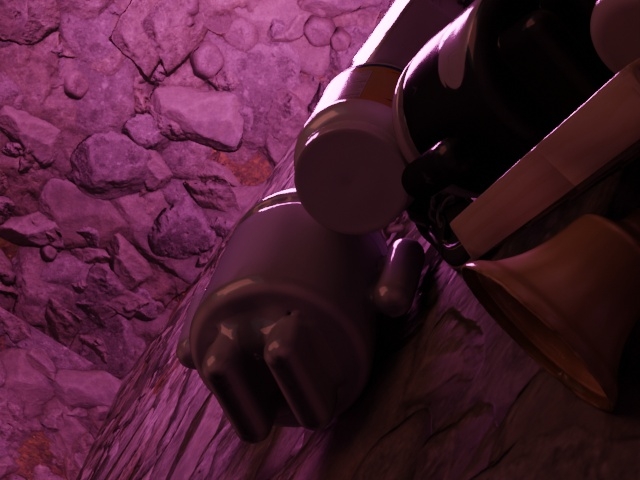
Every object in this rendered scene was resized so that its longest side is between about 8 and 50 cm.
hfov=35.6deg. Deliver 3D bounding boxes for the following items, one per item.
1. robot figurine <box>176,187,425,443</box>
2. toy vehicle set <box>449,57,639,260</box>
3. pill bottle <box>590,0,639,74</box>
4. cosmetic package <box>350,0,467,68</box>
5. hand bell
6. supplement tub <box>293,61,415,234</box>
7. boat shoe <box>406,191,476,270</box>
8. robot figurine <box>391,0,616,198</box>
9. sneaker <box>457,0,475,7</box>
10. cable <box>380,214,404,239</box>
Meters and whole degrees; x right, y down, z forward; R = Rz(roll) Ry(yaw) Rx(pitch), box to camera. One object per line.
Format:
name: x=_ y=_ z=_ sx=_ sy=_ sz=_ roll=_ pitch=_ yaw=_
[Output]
robot figurine: x=-0.028 y=0.070 z=1.138 sx=0.300 sy=0.199 sz=0.353 roll=-12 pitch=28 yaw=19
toy vehicle set: x=0.203 y=-0.075 z=0.665 sx=0.166 sy=0.035 sz=0.267 roll=-30 pitch=-8 yaw=-20
pill bottle: x=0.295 y=-0.223 z=0.768 sx=0.215 sy=0.117 sz=0.117 roll=-61 pitch=11 yaw=-25
cosmetic package: x=0.148 y=-0.212 z=1.249 sx=0.151 sy=0.184 sz=0.151 roll=-52 pitch=11 yaw=23
hand bell: x=0.218 y=-0.022 z=0.630 sx=0.242 sy=0.126 sz=0.126 roll=-44 pitch=9 yaw=-6
supplement tub: x=0.051 y=-0.104 z=1.111 sx=0.144 sy=0.144 sz=0.199 roll=-51 pitch=8 yaw=29
boat shoe: x=0.132 y=-0.021 z=1.056 sx=0.075 sy=0.065 sz=0.206 roll=-56 pitch=10 yaw=3
robot figurine: x=0.177 y=-0.135 z=0.918 sx=0.278 sy=0.209 sz=0.173 roll=149 pitch=116 yaw=-67
sneaker: x=0.237 y=-0.411 z=1.730 sx=0.237 sy=0.085 sz=0.086 roll=-164 pitch=85 yaw=-81
cable: x=0.000 y=0.000 z=1.409 sx=0.287 sy=0.072 sz=0.139 roll=-26 pitch=38 yaw=32
